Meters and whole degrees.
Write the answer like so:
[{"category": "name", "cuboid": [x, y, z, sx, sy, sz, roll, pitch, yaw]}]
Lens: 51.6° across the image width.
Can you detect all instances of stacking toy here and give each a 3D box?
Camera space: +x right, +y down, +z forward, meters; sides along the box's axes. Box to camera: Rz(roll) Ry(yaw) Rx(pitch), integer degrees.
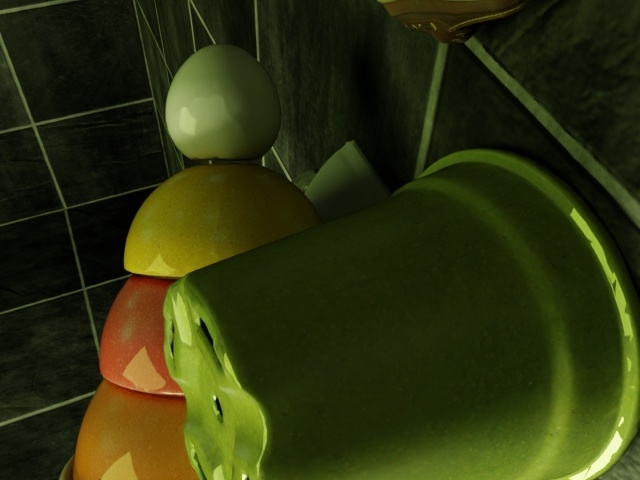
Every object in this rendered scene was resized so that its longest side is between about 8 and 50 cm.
[{"category": "stacking toy", "cuboid": [-0.087, 0.043, 0.682, 0.350, 0.350, 0.480, -162, 72, -71]}]

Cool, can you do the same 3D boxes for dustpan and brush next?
[{"category": "dustpan and brush", "cuboid": [0.000, 0.000, 0.796, 0.060, 0.211, 0.147, 36, -160, -50]}]

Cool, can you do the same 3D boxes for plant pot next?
[{"category": "plant pot", "cuboid": [0.034, 0.087, 0.479, 0.276, 0.253, 0.276, 36, 133, 52]}]

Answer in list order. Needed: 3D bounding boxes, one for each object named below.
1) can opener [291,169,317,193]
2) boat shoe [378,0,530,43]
[{"category": "can opener", "cuboid": [0.023, -0.001, 0.887, 0.095, 0.076, 0.283, 44, -173, -41]}, {"category": "boat shoe", "cuboid": [0.096, -0.172, 0.460, 0.060, 0.064, 0.178, 47, 179, -27]}]
